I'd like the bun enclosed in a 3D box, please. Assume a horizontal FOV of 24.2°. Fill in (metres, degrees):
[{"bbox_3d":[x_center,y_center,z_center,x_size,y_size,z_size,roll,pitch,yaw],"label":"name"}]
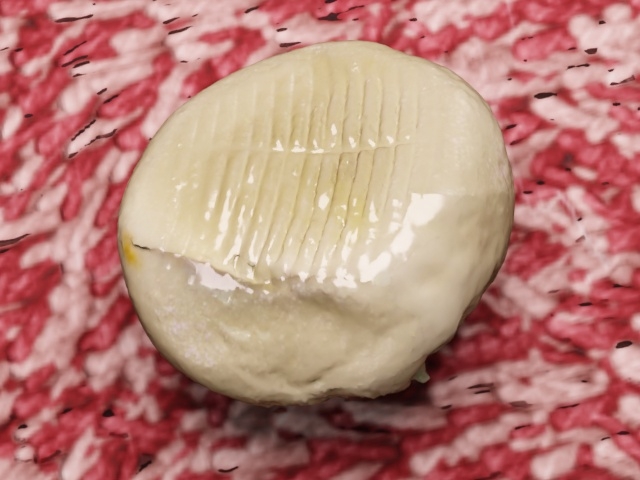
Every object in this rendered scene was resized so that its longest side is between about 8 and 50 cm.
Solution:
[{"bbox_3d":[0.000,0.000,0.856,0.229,0.145,0.229,-10,48,11],"label":"bun"}]
